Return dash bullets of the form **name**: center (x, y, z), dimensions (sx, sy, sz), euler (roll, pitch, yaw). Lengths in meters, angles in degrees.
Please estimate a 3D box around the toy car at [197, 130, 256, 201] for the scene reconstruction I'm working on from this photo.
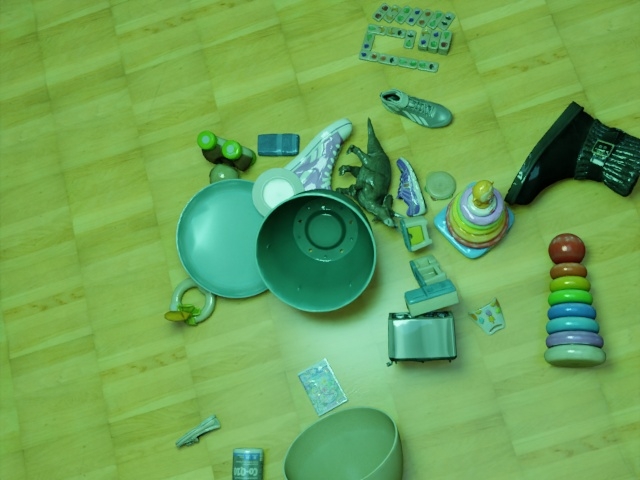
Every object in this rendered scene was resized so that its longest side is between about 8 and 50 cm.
- **toy car**: center (-0.281, -0.188, 1.868), dimensions (0.148, 0.155, 0.189), euler (21, 92, 13)

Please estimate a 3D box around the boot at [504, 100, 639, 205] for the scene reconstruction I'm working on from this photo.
- **boot**: center (0.667, -0.174, 1.730), dimensions (0.260, 0.131, 0.348), euler (38, 83, 15)

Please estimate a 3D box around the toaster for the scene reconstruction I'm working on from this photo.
- **toaster**: center (0.246, 0.236, 1.655), dimensions (0.167, 0.185, 0.110), euler (-4, 92, 8)

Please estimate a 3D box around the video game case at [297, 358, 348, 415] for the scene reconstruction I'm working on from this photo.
- **video game case**: center (0.005, 0.380, 1.746), dimensions (0.087, 0.011, 0.122), euler (-29, 74, 0)

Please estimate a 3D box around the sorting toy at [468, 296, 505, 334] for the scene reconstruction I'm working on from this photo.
- **sorting toy**: center (0.435, 0.199, 1.722), dimensions (0.083, 0.045, 0.075), euler (-30, 93, 0)

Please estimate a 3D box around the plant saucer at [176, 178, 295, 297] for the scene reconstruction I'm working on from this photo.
- **plant saucer**: center (-0.227, -0.005, 1.811), dimensions (0.317, 0.043, 0.318), euler (1, 86, -14)

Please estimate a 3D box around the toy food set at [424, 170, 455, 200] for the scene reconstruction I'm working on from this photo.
- **toy food set**: center (0.325, -0.148, 1.830), dimensions (0.083, 0.020, 0.083), euler (4, 77, 9)

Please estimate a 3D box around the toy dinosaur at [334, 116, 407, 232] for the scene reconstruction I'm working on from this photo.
- **toy dinosaur**: center (0.134, -0.169, 1.814), dimensions (0.160, 0.121, 0.314), euler (10, 67, -29)

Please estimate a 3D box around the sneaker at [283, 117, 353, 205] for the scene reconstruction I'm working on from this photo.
- **sneaker**: center (0.015, -0.194, 1.852), dimensions (0.282, 0.102, 0.161), euler (-45, 78, 6)

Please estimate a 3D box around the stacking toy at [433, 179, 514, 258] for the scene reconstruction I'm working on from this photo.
- **stacking toy**: center (0.393, -0.083, 1.657), dimensions (0.175, 0.302, 0.166), euler (-43, 74, -5)

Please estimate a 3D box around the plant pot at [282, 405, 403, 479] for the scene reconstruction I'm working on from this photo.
- **plant pot**: center (0.079, 0.557, 1.583), dimensions (0.284, 0.284, 0.191), euler (-23, 109, 2)

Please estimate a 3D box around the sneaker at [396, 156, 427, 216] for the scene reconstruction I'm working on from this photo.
- **sneaker**: center (0.232, -0.145, 1.820), dimensions (0.071, 0.068, 0.170), euler (-18, 74, 11)

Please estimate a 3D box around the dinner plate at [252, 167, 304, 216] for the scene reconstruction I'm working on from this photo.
- **dinner plate**: center (-0.113, -0.124, 1.802), dimensions (0.141, 0.017, 0.141), euler (0, 92, -2)

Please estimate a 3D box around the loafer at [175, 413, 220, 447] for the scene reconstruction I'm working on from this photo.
- **loafer**: center (-0.317, 0.502, 1.746), dimensions (0.125, 0.045, 0.039), euler (-36, 81, -5)

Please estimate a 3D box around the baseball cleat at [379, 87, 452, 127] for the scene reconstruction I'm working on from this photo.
- **baseball cleat**: center (0.258, -0.362, 1.847), dimensions (0.205, 0.109, 0.072), euler (17, 92, 17)

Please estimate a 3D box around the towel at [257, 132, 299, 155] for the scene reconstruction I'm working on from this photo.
- **towel**: center (-0.120, -0.272, 1.919), dimensions (0.119, 0.029, 0.067), euler (1, 76, 8)

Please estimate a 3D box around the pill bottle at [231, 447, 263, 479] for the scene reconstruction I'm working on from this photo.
- **pill bottle**: center (-0.183, 0.592, 1.685), dimensions (0.078, 0.078, 0.137), euler (-2, 76, 8)

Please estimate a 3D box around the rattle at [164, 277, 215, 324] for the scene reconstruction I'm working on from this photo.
- **rattle**: center (-0.338, 0.122, 1.798), dimensions (0.130, 0.142, 0.200), euler (35, 89, 33)

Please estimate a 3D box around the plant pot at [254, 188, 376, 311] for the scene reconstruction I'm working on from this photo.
- **plant pot**: center (0.000, 0.000, 1.699), dimensions (0.292, 0.235, 0.293), euler (2, 106, 7)

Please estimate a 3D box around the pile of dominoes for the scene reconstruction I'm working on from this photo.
- **pile of dominoes**: center (0.252, -0.597, 1.943), dimensions (0.251, 0.040, 0.196), euler (13, 78, 10)

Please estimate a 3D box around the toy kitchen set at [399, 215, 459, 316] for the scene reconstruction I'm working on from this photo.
- **toy kitchen set**: center (0.241, 0.056, 1.676), dimensions (0.122, 0.207, 0.166), euler (-17, 114, -1)

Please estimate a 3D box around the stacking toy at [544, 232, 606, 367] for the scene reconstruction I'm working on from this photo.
- **stacking toy**: center (0.623, 0.140, 1.668), dimensions (0.141, 0.141, 0.331), euler (2, 70, 8)
